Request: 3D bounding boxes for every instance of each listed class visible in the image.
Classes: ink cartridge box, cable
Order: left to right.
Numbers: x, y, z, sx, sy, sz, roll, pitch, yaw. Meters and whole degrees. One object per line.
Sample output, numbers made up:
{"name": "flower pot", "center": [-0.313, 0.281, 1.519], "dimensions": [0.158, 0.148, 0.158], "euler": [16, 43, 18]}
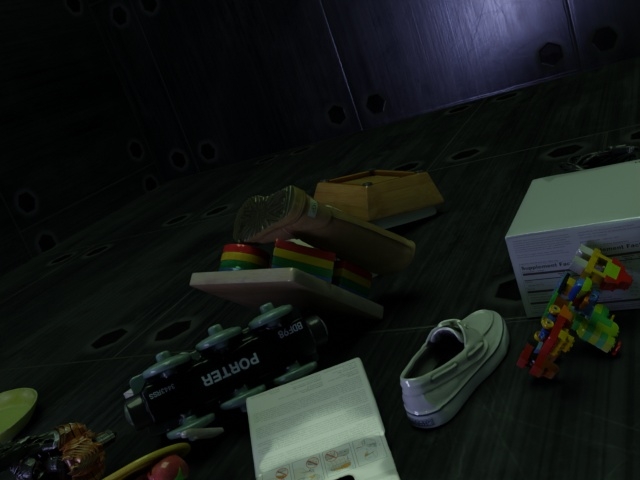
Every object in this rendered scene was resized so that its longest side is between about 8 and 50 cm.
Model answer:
{"name": "ink cartridge box", "center": [0.000, 0.273, 0.911], "dimensions": [0.180, 0.056, 0.225], "euler": [-20, 35, 0]}
{"name": "cable", "center": [0.640, -0.170, 1.565], "dimensions": [0.184, 0.047, 0.150], "euler": [-3, 29, 39]}

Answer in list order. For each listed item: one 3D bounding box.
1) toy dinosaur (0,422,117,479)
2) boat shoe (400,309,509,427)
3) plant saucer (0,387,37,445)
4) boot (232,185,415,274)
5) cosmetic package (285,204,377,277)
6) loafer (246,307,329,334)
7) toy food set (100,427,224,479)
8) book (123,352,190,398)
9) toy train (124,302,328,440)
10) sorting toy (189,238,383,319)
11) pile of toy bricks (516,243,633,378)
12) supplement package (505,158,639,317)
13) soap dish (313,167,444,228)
{"name": "toy dinosaur", "center": [-0.379, 0.312, 0.942], "dimensions": [0.218, 0.164, 0.322], "euler": [-25, -27, -35]}
{"name": "boat shoe", "center": [0.194, 0.155, 0.963], "dimensions": [0.095, 0.084, 0.258], "euler": [-8, 21, 36]}
{"name": "plant saucer", "center": [-0.668, 0.374, 1.340], "dimensions": [0.240, 0.037, 0.241], "euler": [-18, 17, 5]}
{"name": "boot", "center": [0.000, 0.000, 1.263], "dimensions": [0.236, 0.269, 0.089], "euler": [-10, 62, 54]}
{"name": "cosmetic package", "center": [0.015, 0.016, 1.559], "dimensions": [0.160, 0.113, 0.309], "euler": [-24, 18, -13]}
{"name": "loafer", "center": [-0.094, 0.167, 1.263], "dimensions": [0.219, 0.079, 0.080], "euler": [-15, 17, 16]}
{"name": "toy food set", "center": [-0.223, 0.328, 0.891], "dimensions": [0.217, 0.071, 0.128], "euler": [-30, -20, -1]}
{"name": "book", "center": [-0.288, 0.258, 1.285], "dimensions": [0.096, 0.035, 0.144], "euler": [-7, 21, 46]}
{"name": "toy train", "center": [-0.150, 0.206, 1.092], "dimensions": [0.333, 0.142, 0.190], "euler": [-24, -3, -17]}
{"name": "sorting toy", "center": [-0.055, 0.071, 1.240], "dimensions": [0.257, 0.090, 0.255], "euler": [-5, -22, 40]}
{"name": "pile of toy bricks", "center": [0.354, 0.111, 0.914], "dimensions": [0.105, 0.118, 0.212], "euler": [30, 44, 16]}
{"name": "supplement package", "center": [0.436, -0.009, 1.099], "dimensions": [0.203, 0.145, 0.262], "euler": [-9, 19, 31]}
{"name": "soap dish", "center": [0.135, -0.110, 1.745], "dimensions": [0.228, 0.118, 0.290], "euler": [-15, 14, -27]}
